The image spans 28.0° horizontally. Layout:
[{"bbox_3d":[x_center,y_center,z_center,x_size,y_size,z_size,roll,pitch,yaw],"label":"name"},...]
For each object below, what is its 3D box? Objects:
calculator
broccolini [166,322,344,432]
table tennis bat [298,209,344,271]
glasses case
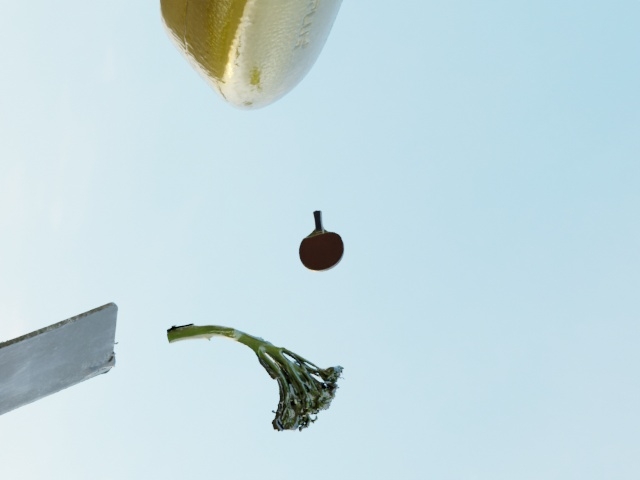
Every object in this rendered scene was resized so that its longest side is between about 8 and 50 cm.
[{"bbox_3d":[-0.447,0.199,2.120,0.021,0.261,0.161,41,-46,33],"label":"calculator"},{"bbox_3d":[-0.106,0.199,1.876,0.062,0.271,0.123,140,-30,-76],"label":"broccolini"},{"bbox_3d":[0.000,0.000,1.378,0.007,0.050,0.083,68,12,-49],"label":"table tennis bat"},{"bbox_3d":[-0.049,-0.265,1.209,0.141,0.173,0.371,49,-32,20],"label":"glasses case"}]
